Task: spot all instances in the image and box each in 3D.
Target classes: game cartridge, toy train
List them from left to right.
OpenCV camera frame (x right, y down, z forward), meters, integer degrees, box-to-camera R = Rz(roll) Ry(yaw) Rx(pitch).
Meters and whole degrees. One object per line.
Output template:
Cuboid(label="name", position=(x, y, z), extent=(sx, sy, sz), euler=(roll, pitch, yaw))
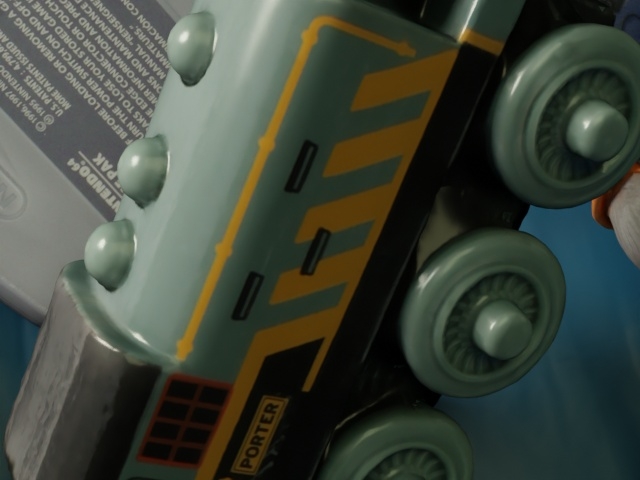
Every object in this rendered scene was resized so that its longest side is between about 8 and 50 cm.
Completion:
Cuboid(label="game cartridge", position=(-0.132, -0.079, 0.582), extent=(0.294, 0.060, 0.196), euler=(49, 63, -11))
Cuboid(label="toy train", position=(0.000, 0.000, 0.489), extent=(0.190, 0.142, 0.334), euler=(14, 107, -31))

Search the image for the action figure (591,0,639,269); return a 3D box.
Cuboid(label="action figure", position=(0.235, -0.119, 0.669), extent=(0.341, 0.178, 0.330), euler=(16, 71, -27))
